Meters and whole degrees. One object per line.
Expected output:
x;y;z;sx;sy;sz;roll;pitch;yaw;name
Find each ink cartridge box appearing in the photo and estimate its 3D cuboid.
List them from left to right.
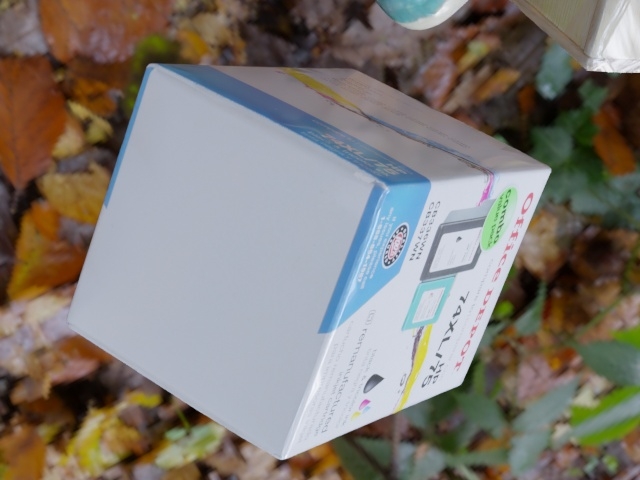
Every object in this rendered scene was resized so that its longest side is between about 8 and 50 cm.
0.000;0.000;1.004;0.270;0.197;0.198;-11;125;-59;ink cartridge box

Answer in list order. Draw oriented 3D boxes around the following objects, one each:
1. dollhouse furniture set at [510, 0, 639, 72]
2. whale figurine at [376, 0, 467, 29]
0.351;-0.264;0.990;0.394;0.362;0.256;-2;123;-23;dollhouse furniture set
0.010;-0.204;0.608;0.216;0.272;0.141;-40;131;13;whale figurine
